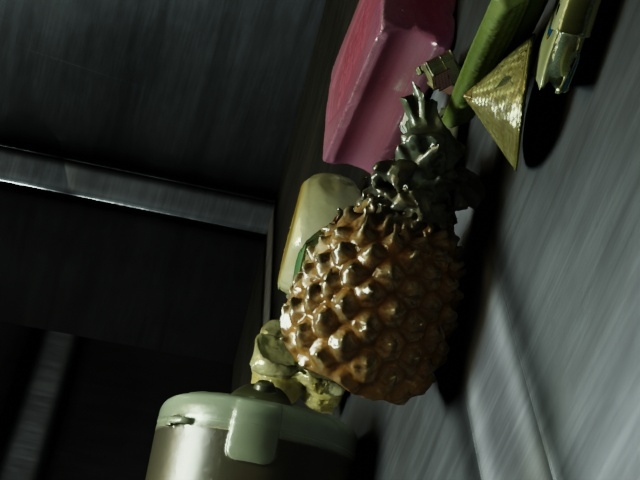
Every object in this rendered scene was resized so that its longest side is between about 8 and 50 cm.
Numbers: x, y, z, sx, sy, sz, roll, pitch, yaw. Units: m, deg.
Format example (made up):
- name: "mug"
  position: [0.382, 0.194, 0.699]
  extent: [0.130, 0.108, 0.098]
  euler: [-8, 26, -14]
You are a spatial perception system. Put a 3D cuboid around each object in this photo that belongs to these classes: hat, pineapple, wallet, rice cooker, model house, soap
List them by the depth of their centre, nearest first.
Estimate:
- name: "wallet"
  position: [0.245, -0.222, 1.101]
  extent: [0.110, 0.039, 0.155]
  euler: [-69, -7, -69]
- name: "hat"
  position: [0.183, -0.149, 1.209]
  extent: [0.146, 0.067, 0.146]
  euler: [8, -90, -80]
- name: "pineapple"
  position: [0.094, -0.001, 1.365]
  extent: [0.223, 0.222, 0.357]
  euler: [-116, 46, -77]
- name: "model house"
  position: [0.170, -0.229, 1.610]
  extent: [0.058, 0.057, 0.083]
  euler: [63, 171, -4]
- name: "rice cooker"
  position: [-0.106, 0.382, 1.739]
  extent: [0.335, 0.335, 0.325]
  euler: [122, 158, -69]
- name: "soap"
  position: [0.111, -0.300, 1.888]
  extent: [0.359, 0.128, 0.233]
  euler: [115, 165, -55]

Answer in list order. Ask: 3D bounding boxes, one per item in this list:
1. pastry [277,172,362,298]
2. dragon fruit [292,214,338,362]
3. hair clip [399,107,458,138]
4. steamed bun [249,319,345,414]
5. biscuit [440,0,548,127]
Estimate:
- name: "pastry"
  position: [0.001, -0.002, 2.218]
  extent: [0.265, 0.133, 0.265]
  euler: [-168, 90, -83]
- name: "dragon fruit"
  position: [0.025, 0.078, 1.957]
  extent: [0.295, 0.130, 0.268]
  euler: [118, 158, -70]
- name: "hair clip"
  position: [0.144, -0.118, 1.591]
  extent: [0.218, 0.071, 0.159]
  euler: [-82, 3, -65]
- name: "steamed bun"
  position: [-0.044, 0.226, 2.035]
  extent: [0.192, 0.177, 0.106]
  euler: [-94, 22, -60]
- name: "biscuit"
  position: [0.195, -0.210, 1.246]
  extent: [0.099, 0.038, 0.322]
  euler: [-42, -10, -15]
